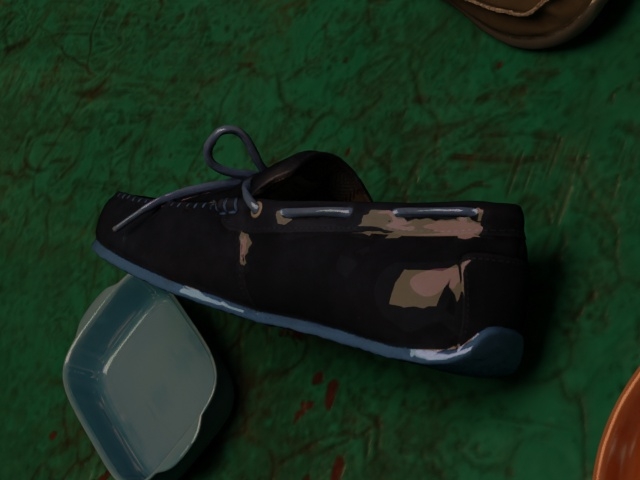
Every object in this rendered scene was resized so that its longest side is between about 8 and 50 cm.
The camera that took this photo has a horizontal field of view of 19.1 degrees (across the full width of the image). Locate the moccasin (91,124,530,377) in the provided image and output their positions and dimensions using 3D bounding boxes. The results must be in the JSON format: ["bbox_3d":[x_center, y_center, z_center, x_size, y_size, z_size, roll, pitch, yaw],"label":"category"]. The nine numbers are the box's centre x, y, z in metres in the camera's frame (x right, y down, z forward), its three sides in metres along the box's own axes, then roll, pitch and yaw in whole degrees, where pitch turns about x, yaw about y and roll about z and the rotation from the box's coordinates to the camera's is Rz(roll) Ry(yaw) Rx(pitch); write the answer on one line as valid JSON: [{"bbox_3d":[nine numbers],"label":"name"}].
[{"bbox_3d":[0.000,0.000,1.205,0.342,0.138,0.117,13,90,37],"label":"moccasin"}]

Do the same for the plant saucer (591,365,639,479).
[{"bbox_3d":[0.226,0.118,0.948,0.200,0.037,0.200,-25,50,34],"label":"plant saucer"}]

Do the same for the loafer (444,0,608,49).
[{"bbox_3d":[0.096,-0.194,1.242,0.251,0.087,0.094,27,87,51],"label":"loafer"}]

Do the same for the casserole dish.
[{"bbox_3d":[-0.117,0.099,1.330,0.114,0.037,0.188,-51,40,10],"label":"casserole dish"}]
